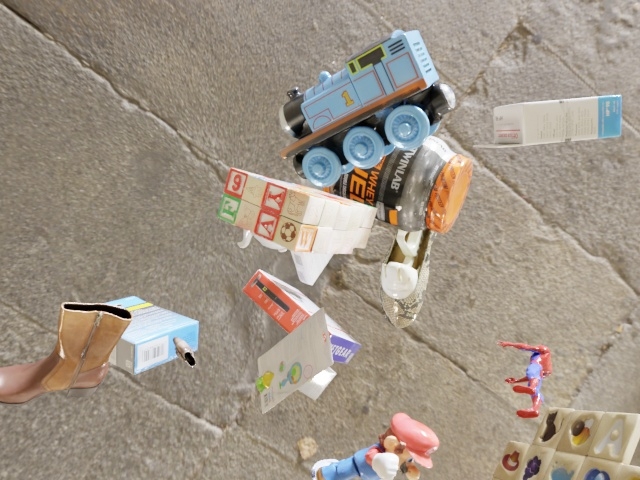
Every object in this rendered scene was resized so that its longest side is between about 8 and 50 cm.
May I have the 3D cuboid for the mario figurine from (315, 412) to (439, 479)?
[{"bbox_3d":[0.152,0.560,1.238,0.320,0.198,0.170,-35,99,20],"label":"mario figurine"}]

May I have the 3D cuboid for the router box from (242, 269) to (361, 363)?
[{"bbox_3d":[-0.047,0.242,1.562,0.301,0.335,0.082,38,89,26],"label":"router box"}]

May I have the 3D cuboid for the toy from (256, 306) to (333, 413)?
[{"bbox_3d":[-0.046,0.264,1.093,0.056,0.137,0.237,28,125,-36],"label":"toy"}]

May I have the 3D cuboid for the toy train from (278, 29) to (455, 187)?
[{"bbox_3d":[0.037,-0.127,0.508,0.184,0.080,0.105,-20,102,30],"label":"toy train"}]

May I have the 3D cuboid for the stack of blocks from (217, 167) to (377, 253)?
[{"bbox_3d":[-0.012,-0.043,0.904,0.171,0.297,0.087,22,99,32],"label":"stack of blocks"}]

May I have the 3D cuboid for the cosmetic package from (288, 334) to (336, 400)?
[{"bbox_3d":[-0.062,0.435,1.726,0.127,0.107,0.238,-48,133,-8],"label":"cosmetic package"}]

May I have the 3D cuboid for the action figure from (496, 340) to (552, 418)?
[{"bbox_3d":[0.487,0.324,1.243,0.139,0.280,0.092,-4,100,35],"label":"action figure"}]

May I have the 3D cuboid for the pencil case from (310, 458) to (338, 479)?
[{"bbox_3d":[0.031,0.845,1.660,0.113,0.124,0.273,-5,121,-4],"label":"pencil case"}]

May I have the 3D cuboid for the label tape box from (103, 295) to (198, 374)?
[{"bbox_3d":[-0.590,0.290,1.613,0.333,0.240,0.106,12,104,33],"label":"label tape box"}]

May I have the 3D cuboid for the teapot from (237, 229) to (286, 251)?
[{"bbox_3d":[-0.136,-0.049,1.803,0.252,0.256,0.187,-20,114,-34],"label":"teapot"}]

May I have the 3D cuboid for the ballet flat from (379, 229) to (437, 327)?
[{"bbox_3d":[0.278,0.034,1.635,0.163,0.182,0.483,13,81,28],"label":"ballet flat"}]

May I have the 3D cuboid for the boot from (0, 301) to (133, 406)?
[{"bbox_3d":[-0.575,0.244,1.094,0.264,0.096,0.280,13,127,-30],"label":"boot"}]

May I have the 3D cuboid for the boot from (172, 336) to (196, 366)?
[{"bbox_3d":[-0.353,0.307,1.346,0.042,0.087,0.119,-38,131,-18],"label":"boot"}]

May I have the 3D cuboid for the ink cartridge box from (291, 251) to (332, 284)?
[{"bbox_3d":[0.000,0.000,1.535,0.056,0.181,0.225,21,61,23],"label":"ink cartridge box"}]

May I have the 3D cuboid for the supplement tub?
[{"bbox_3d":[0.137,-0.146,1.099,0.337,0.207,0.207,21,91,24],"label":"supplement tub"}]

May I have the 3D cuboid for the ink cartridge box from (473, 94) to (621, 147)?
[{"bbox_3d":[0.329,-0.175,0.753,0.180,0.104,0.060,-6,101,-3],"label":"ink cartridge box"}]

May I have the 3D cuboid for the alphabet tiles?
[{"bbox_3d":[0.236,0.340,0.562,0.011,0.285,0.343,34,71,2],"label":"alphabet tiles"}]
